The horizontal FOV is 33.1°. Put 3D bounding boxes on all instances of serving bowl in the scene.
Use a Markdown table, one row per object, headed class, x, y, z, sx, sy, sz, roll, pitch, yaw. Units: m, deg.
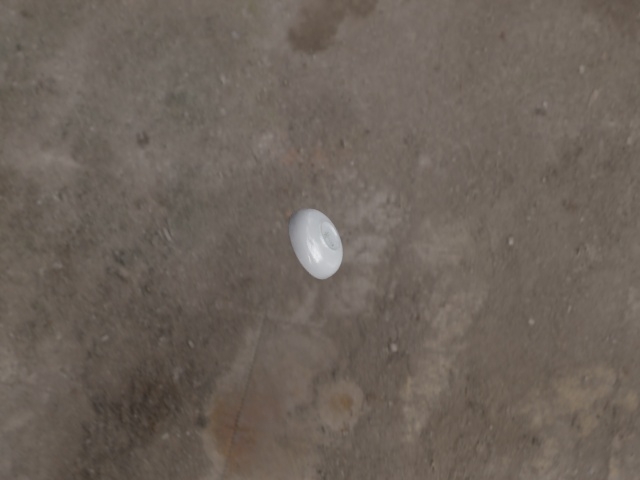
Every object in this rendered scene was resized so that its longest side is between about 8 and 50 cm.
| class | x | y | z | sx | sy | sz | roll | pitch | yaw |
| --- | --- | --- | --- | --- | --- | --- | --- | --- | --- |
| serving bowl | 0.000 | 0.000 | 1.192 | 0.027 | 0.083 | 0.083 | -24 | 58 | 28 |
